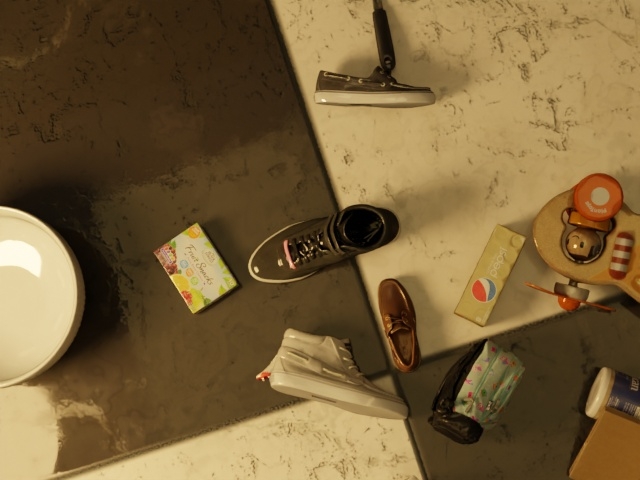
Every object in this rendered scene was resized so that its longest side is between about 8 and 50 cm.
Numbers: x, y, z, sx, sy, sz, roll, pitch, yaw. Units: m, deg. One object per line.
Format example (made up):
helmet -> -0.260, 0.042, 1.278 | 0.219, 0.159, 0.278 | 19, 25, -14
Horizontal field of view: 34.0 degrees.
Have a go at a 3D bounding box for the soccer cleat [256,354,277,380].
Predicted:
soccer cleat -> -0.083, 0.232, 1.934 | 0.083, 0.029, 0.036 | -25, 73, -2

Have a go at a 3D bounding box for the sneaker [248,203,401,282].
sneaker -> 0.000, 0.000, 1.894 | 0.295, 0.147, 0.105 | -18, 84, 4

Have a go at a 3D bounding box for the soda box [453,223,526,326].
soda box -> 0.309, 0.064, 1.903 | 0.061, 0.058, 0.181 | 26, 87, 8

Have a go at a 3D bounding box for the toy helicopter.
toy helicopter -> 0.523, 0.064, 1.848 | 0.355, 0.140, 0.235 | 41, 90, 6

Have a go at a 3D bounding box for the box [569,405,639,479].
box -> 0.556, 0.388, 1.815 | 0.201, 0.021, 0.164 | 22, 120, 7

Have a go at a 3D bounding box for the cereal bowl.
cereal bowl -> -0.593, 0.108, 1.936 | 0.339, 0.141, 0.339 | -1, 83, 5

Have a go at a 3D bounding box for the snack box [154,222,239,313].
snack box -> -0.232, 0.053, 1.962 | 0.100, 0.037, 0.141 | -34, 81, -1

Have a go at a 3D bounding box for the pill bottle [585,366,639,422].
pill bottle -> 0.561, 0.295, 1.834 | 0.169, 0.094, 0.094 | 21, 85, 7

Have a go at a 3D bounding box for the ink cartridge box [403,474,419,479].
ink cartridge box -> 0.120, 0.575, 1.770 | 0.207, 0.117, 0.283 | 46, 59, 8

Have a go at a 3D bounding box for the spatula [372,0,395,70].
spatula -> 0.108, -0.464, 1.998 | 0.084, 0.030, 0.296 | -10, 82, 2

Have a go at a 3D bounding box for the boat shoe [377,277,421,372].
boat shoe -> 0.146, 0.153, 1.905 | 0.064, 0.060, 0.178 | -14, 82, 3

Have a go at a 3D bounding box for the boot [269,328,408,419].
boot -> 0.045, 0.237, 1.890 | 0.258, 0.095, 0.123 | 17, 69, -5

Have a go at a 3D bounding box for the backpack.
backpack -> 0.279, 0.267, 1.849 | 0.115, 0.152, 0.182 | 33, 75, 3

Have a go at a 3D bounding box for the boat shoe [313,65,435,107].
boat shoe -> 0.101, -0.289, 1.957 | 0.228, 0.080, 0.076 | 3, 91, 13
